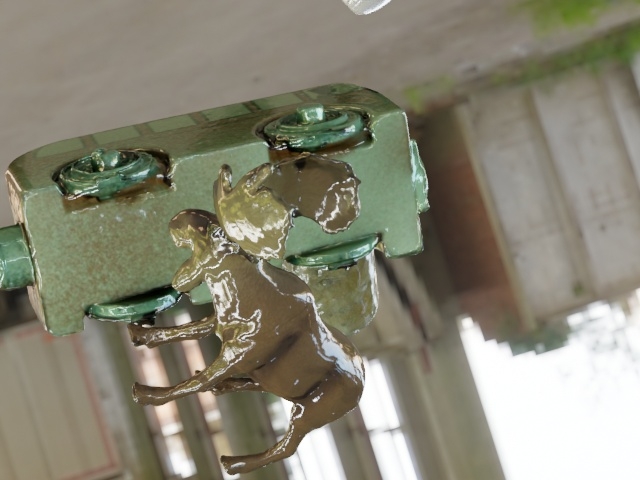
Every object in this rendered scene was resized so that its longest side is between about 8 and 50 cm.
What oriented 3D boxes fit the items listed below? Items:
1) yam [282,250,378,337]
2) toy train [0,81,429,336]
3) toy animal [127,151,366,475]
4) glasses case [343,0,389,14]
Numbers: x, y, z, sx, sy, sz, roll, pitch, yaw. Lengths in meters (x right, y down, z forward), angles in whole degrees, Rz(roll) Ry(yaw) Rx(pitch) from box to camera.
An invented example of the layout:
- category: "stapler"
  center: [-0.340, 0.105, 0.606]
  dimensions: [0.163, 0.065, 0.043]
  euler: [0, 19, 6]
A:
- category: "yam"
  center: [0.000, 0.000, 1.813]
  dimensions: [0.107, 0.194, 0.107]
  euler: [-8, -141, 6]
- category: "toy train"
  center: [-0.086, -0.028, 1.329]
  dimensions: [0.326, 0.129, 0.159]
  euler: [-14, -162, -13]
- category: "toy animal"
  center: [-0.036, 0.038, 1.133]
  dimensions: [0.186, 0.094, 0.214]
  euler: [-30, 131, 20]
- category: "glasses case"
  center: [0.081, -0.270, 1.552]
  dimensions: [0.074, 0.049, 0.193]
  euler: [-33, 163, -51]
